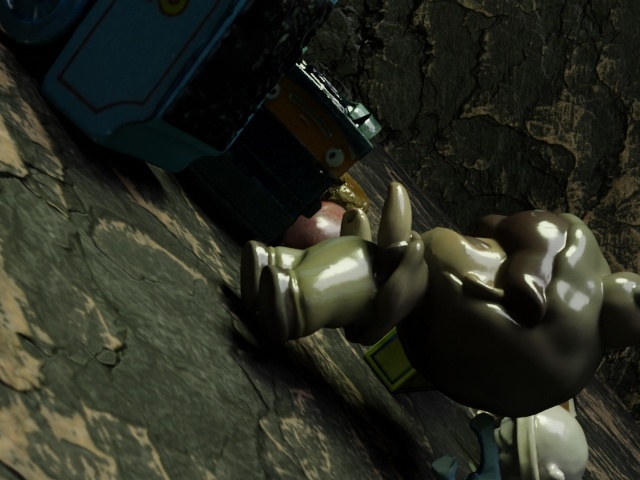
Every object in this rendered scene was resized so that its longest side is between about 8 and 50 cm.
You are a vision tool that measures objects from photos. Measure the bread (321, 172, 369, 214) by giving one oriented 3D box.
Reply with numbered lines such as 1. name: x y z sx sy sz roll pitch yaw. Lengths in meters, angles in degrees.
1. bread: 0.042 -0.070 1.599 0.082 0.060 0.113 43 14 -18

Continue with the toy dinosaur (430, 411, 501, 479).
1. toy dinosaur: 0.141 0.252 0.829 0.329 0.076 0.144 -98 174 -73

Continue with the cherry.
1. cherry: 0.005 0.000 1.154 0.106 0.087 0.126 46 8 13

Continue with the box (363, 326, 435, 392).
1. box: 0.153 0.122 1.156 0.064 0.141 0.220 53 12 21

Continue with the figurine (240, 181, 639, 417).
1. figurine: 0.118 0.061 0.889 0.380 0.203 0.248 8 -12 -18

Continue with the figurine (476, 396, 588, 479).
1. figurine: 0.262 0.250 1.176 0.237 0.141 0.162 -61 142 -69

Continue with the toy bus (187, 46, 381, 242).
1. toy bus: -0.050 -0.131 1.130 0.162 0.194 0.323 46 8 -10

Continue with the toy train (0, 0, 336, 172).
1. toy train: -0.139 -0.240 0.896 0.265 0.300 0.188 41 8 22
